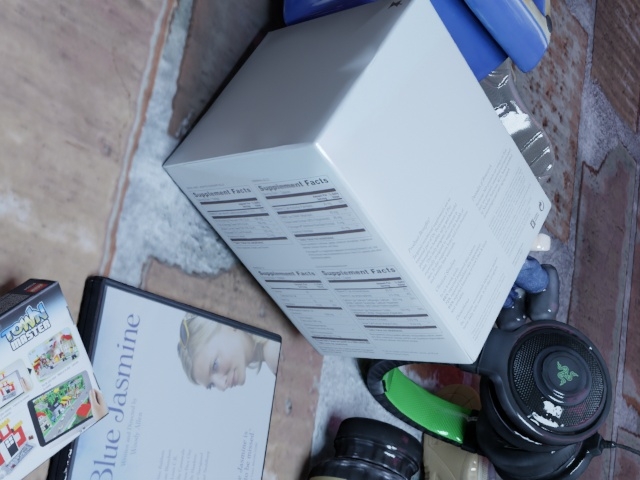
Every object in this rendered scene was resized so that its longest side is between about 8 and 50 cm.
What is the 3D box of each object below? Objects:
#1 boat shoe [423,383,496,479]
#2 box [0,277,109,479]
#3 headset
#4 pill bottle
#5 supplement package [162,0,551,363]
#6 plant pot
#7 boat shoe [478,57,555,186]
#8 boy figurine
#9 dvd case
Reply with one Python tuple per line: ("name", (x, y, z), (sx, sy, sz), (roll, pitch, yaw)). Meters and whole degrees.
("boat shoe", (0.172, 0.325, 1.242), (0.092, 0.102, 0.285), (33, 56, -45))
("box", (-0.243, 0.123, 0.667), (0.207, 0.036, 0.114), (-36, 119, -43))
("headset", (0.252, 0.165, 1.106), (0.243, 0.394, 0.185), (77, 31, -57))
("pill bottle", (0.031, 0.297, 1.011), (0.123, 0.122, 0.219), (51, 49, -42))
("supplement package", (0.042, -0.049, 0.920), (0.263, 0.198, 0.199), (52, 54, -29))
("plant pot", (0.113, -0.290, 1.042), (0.236, 0.212, 0.236), (32, 55, -51))
("boat shoe", (0.193, -0.206, 1.291), (0.116, 0.123, 0.324), (-96, 161, -68))
("boy figurine", (0.185, 0.019, 1.201), (0.285, 0.177, 0.092), (31, 50, -44))
("dvd case", (-0.124, 0.147, 0.875), (0.253, 0.022, 0.180), (26, 68, -53))
